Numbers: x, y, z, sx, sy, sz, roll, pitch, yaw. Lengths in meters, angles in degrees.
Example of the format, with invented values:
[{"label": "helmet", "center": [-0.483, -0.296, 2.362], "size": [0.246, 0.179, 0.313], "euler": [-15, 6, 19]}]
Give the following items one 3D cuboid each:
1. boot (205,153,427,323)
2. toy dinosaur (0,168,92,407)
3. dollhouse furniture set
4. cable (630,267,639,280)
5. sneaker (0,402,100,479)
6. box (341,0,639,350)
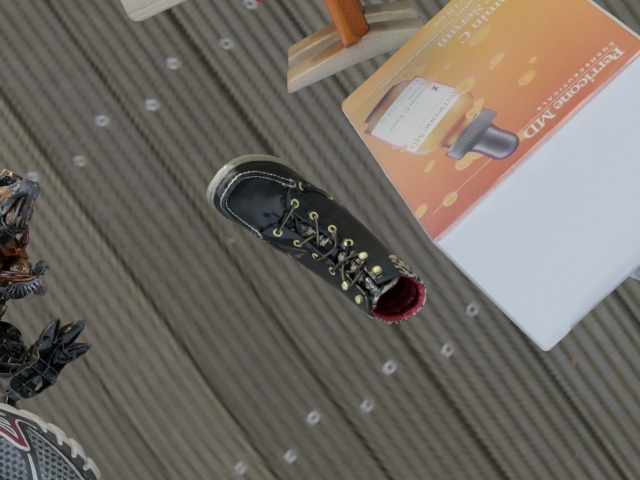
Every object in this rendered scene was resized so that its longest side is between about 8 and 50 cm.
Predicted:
[{"label": "boot", "center": [0.002, -0.001, 1.456], "size": [0.178, 0.236, 0.085], "euler": [41, 100, 38]}, {"label": "toy dinosaur", "center": [-0.369, 0.086, 1.443], "size": [0.218, 0.164, 0.322], "euler": [18, 101, 48]}, {"label": "dollhouse furniture set", "center": [-0.049, -0.206, 0.769], "size": [0.135, 0.259, 0.262], "euler": [-23, 108, 6]}, {"label": "cable", "center": [0.519, 0.047, 1.555], "size": [0.257, 0.089, 0.257], "euler": [29, 132, -31]}, {"label": "sneaker", "center": [-0.179, 0.237, 0.946], "size": [0.121, 0.112, 0.299], "euler": [-37, 83, -6]}, {"label": "box", "center": [0.103, -0.053, 0.676], "size": [0.130, 0.170, 0.091], "euler": [-43, 119, 8]}]
